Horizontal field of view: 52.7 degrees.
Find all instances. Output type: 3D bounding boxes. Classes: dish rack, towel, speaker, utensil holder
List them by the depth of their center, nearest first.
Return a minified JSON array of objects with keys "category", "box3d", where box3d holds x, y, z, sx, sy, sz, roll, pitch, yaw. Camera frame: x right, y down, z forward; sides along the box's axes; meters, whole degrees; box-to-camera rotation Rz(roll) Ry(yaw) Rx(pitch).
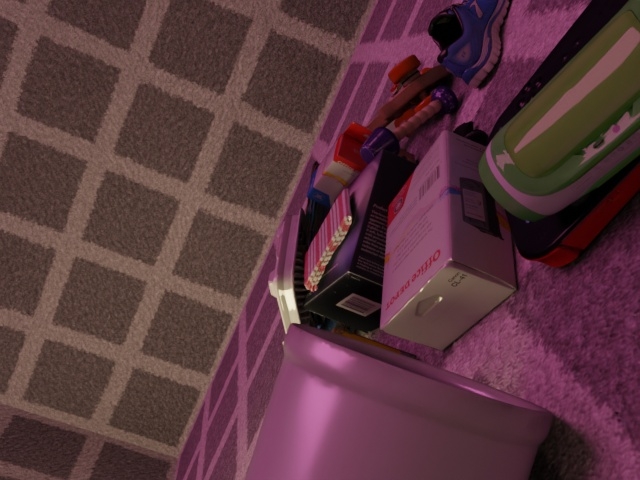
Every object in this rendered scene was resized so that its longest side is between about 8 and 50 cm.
[{"category":"speaker","box3d":[0.316,-0.150,0.726,0.296,0.131,0.131,-49,22,41]},{"category":"utensil holder","box3d":[0.058,0.332,0.766,0.327,0.327,0.386,173,116,-76]},{"category":"towel","box3d":[0.018,-0.003,1.364,0.197,0.029,0.144,-60,15,25]},{"category":"dish rack","box3d":[-0.062,0.118,1.577,0.286,0.072,0.333,-83,-11,-49]},{"category":"towel","box3d":[0.000,0.000,1.693,0.370,0.040,0.272,-83,-13,-52]}]

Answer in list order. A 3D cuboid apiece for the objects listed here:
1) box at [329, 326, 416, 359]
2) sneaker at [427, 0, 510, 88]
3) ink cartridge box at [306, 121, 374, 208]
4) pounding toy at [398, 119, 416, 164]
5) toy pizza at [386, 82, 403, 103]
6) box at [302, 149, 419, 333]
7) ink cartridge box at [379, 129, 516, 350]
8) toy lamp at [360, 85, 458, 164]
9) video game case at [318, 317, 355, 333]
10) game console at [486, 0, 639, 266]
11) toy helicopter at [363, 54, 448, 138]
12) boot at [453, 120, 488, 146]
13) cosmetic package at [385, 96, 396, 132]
[{"category":"box","box3d":[0.026,0.363,1.193,0.290,0.177,0.279,126,161,-50]},{"category":"sneaker","box3d":[0.328,-0.498,1.446,0.130,0.147,0.330,129,160,-54]},{"category":"ink cartridge box","box3d":[0.075,-0.164,1.540,0.231,0.134,0.078,-50,21,52]},{"category":"pounding toy","box3d":[0.197,-0.195,1.621,0.206,0.094,0.181,-58,15,31]},{"category":"toy pizza","box3d":[0.238,-0.448,2.031,0.201,0.032,0.201,-158,90,-78]},{"category":"box","box3d":[0.115,0.011,1.411,0.296,0.182,0.294,135,155,-62]},{"category":"ink cartridge box","box3d":[0.211,0.000,1.113,0.226,0.131,0.306,125,159,-46]},{"category":"toy lamp","box3d":[0.197,-0.256,1.455,0.274,0.080,0.080,-37,-4,-28]},{"category":"video game case","box3d":[0.002,0.312,1.665,0.269,0.061,0.244,127,160,-50]},{"category":"game console","box3d":[0.370,-0.178,0.912,0.387,0.060,0.342,-86,21,-53]},{"category":"toy helicopter","box3d":[0.196,-0.347,1.724,0.355,0.140,0.235,-37,1,35]},{"category":"boot","box3d":[0.299,-0.207,1.320,0.121,0.045,0.099,-52,14,48]},{"category":"cosmetic package","box3d":[0.192,-0.300,1.906,0.099,0.060,0.239,-112,45,-76]}]
